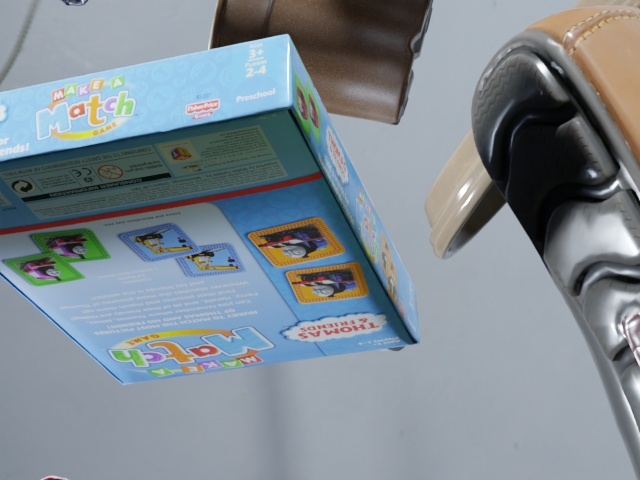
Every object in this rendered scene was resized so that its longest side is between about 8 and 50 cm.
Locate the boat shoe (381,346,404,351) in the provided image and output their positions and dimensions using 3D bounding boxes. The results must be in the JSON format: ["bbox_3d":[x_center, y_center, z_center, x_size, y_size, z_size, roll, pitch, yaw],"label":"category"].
[{"bbox_3d":[-0.001,0.002,1.372,0.118,0.103,0.320,-37,124,-2],"label":"boat shoe"}]

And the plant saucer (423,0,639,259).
[{"bbox_3d":[0.168,-0.101,0.919,0.041,0.278,0.278,42,108,9],"label":"plant saucer"}]

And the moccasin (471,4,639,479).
[{"bbox_3d":[0.202,0.063,0.542,0.147,0.380,0.139,-14,154,-25],"label":"moccasin"}]

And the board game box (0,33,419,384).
[{"bbox_3d":[-0.057,0.001,0.542,0.160,0.039,0.211,-9,149,13],"label":"board game box"}]

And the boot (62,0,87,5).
[{"bbox_3d":[-0.264,-0.319,1.239,0.069,0.190,0.086,-6,68,7],"label":"boot"}]

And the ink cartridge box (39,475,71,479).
[{"bbox_3d":[-0.163,0.377,1.083,0.309,0.130,0.271,23,100,-39],"label":"ink cartridge box"}]

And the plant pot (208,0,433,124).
[{"bbox_3d":[0.005,-0.179,1.057,0.165,0.167,0.167,15,109,4],"label":"plant pot"}]
